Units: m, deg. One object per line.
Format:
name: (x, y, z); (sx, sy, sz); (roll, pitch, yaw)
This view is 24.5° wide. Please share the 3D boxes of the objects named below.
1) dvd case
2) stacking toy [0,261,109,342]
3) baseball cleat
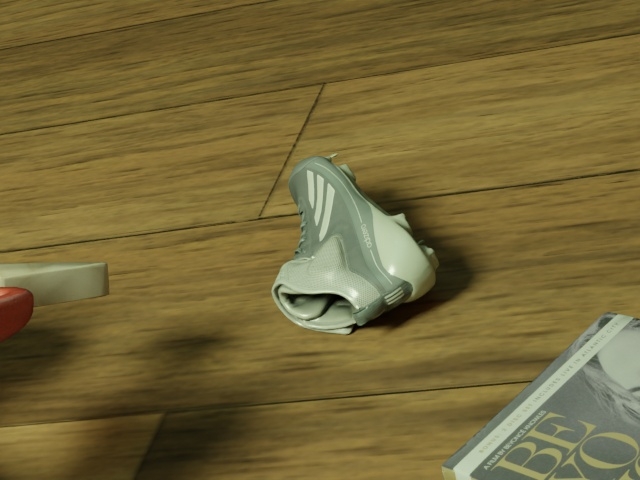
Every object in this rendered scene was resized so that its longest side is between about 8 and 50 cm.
dvd case: (0.199, 0.110, 0.794); (0.221, 0.018, 0.164); (14, 42, 45)
stacking toy: (-0.292, 0.091, 0.877); (0.309, 0.130, 0.279); (0, 6, 25)
baseball cleat: (0.000, 0.000, 1.049); (0.109, 0.072, 0.206); (-31, 27, -12)
